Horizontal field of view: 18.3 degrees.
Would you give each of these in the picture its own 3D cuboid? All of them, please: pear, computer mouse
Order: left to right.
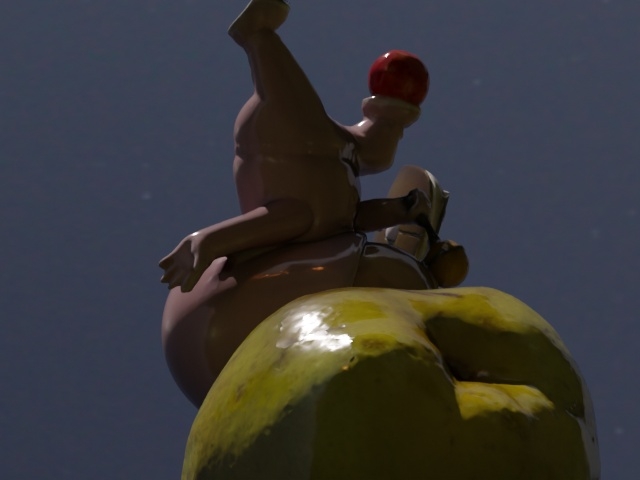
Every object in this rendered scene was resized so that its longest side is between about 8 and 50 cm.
[{"bbox_3d":[0.031,0.113,0.922,0.200,0.200,0.200,0,-90,-40],"label":"pear"},{"bbox_3d":[0.078,-0.005,1.836,0.056,0.245,0.126,16,-89,-1],"label":"computer mouse"}]

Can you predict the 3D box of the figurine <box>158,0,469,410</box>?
[{"bbox_3d":[0.000,0.000,1.265,0.176,0.186,0.287,58,-140,-75],"label":"figurine"}]
